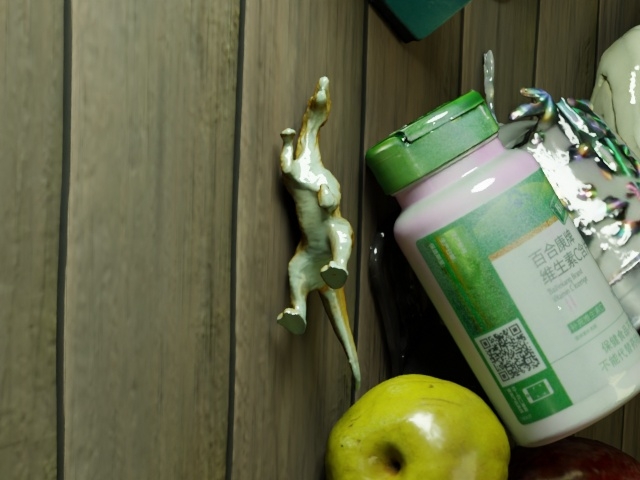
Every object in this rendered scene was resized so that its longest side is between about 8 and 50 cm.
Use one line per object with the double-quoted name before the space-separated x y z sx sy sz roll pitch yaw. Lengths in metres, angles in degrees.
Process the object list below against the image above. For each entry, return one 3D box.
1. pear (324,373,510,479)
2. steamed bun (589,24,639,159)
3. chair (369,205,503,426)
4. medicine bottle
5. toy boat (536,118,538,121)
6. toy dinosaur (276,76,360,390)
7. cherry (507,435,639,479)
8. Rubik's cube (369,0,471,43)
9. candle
"pear" 0.081 0.182 1.260 0.162 0.149 0.148 22 76 -59
"steamed bun" 0.462 -0.111 1.781 0.339 0.352 0.247 -15 133 -47
"chair" 0.116 0.089 1.357 0.106 0.113 0.229 -50 141 -51
"medicine bottle" 0.147 0.020 1.269 0.274 0.133 0.133 58 34 -2
"toy boat" 0.261 -0.029 1.594 0.085 0.155 0.227 -27 125 -10
"toy dinosaur" -0.001 -0.001 1.186 0.212 0.057 0.142 84 8 -46
"cherry" 0.240 0.278 1.555 0.250 0.192 0.175 40 24 -51
"Rubik's cube" 0.042 -0.310 1.169 0.234 0.284 0.250 -10 79 -41
"candle" 0.216 -0.027 1.431 0.187 0.330 0.187 -35 164 -12
